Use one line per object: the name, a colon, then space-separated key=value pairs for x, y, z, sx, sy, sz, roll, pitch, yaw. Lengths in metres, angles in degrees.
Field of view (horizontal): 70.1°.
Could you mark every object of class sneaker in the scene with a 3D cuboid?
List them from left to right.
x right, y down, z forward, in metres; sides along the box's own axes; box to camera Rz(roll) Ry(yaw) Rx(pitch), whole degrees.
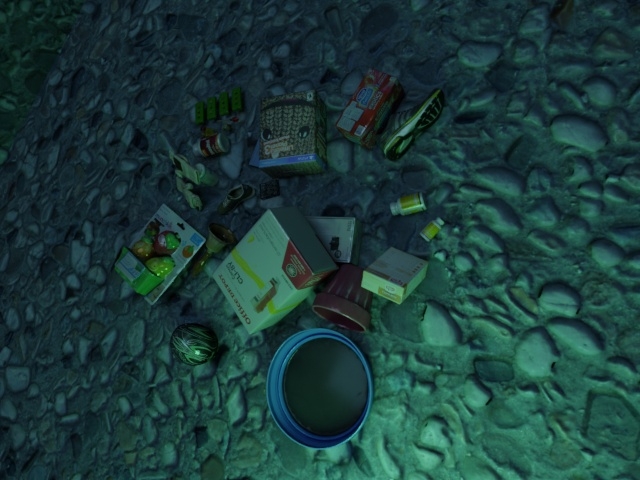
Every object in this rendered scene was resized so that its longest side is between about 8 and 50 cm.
sneaker: x=-0.369 y=-0.177 z=1.894 sx=0.192 sy=0.086 sz=0.064 roll=-30 pitch=66 yaw=16
sneaker: x=0.314 y=-0.432 z=1.626 sx=0.300 sy=0.111 sz=0.121 roll=-45 pitch=59 yaw=7

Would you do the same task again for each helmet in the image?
helmet: x=-0.493 y=0.401 z=1.764 sx=0.170 sy=0.162 sz=0.169 roll=-6 pitch=74 yaw=24

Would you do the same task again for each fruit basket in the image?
fruit basket: x=-0.704 y=0.048 z=1.956 sx=0.327 sy=0.165 sz=0.353 roll=36 pitch=91 yaw=28

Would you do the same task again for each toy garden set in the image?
toy garden set: x=-0.451 y=-0.557 z=2.054 sx=0.245 sy=0.049 sz=0.203 roll=-12 pitch=70 yaw=21

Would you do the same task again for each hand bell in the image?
hand bell: x=-0.467 y=0.057 z=1.891 sx=0.242 sy=0.126 sz=0.126 roll=-51 pitch=61 yaw=21

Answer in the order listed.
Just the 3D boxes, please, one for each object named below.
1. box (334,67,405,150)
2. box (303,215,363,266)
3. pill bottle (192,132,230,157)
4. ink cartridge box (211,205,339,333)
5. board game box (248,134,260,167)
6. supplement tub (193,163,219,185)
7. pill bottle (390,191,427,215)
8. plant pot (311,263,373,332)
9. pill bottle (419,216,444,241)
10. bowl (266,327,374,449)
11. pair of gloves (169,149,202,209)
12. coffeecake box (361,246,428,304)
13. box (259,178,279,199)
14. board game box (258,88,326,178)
box: x=0.185 y=-0.484 z=1.688 sx=0.128 sy=0.123 sz=0.256 roll=32 pitch=92 yaw=28
box: x=0.000 y=0.000 z=1.674 sx=0.290 sy=0.087 sz=0.169 roll=2 pitch=79 yaw=25
pill bottle: x=-0.482 y=-0.414 z=2.008 sx=0.152 sy=0.086 sz=0.085 roll=-11 pitch=73 yaw=23
ink cartridge box: x=-0.169 y=0.107 z=1.601 sx=0.385 sy=0.160 sz=0.279 roll=-45 pitch=72 yaw=30
board game box: x=-0.190 y=-0.428 z=1.906 sx=0.145 sy=0.027 sz=0.281 roll=18 pitch=85 yaw=29
supplement tub: x=-0.498 y=-0.283 z=1.970 sx=0.071 sy=0.107 sz=0.070 roll=-6 pitch=75 yaw=24
pill bottle: x=0.303 y=-0.123 z=1.573 sx=0.117 sy=0.065 sz=0.065 roll=-15 pitch=71 yaw=21
plant pot: x=0.093 y=0.187 z=1.534 sx=0.202 sy=0.201 sz=0.180 roll=13 pitch=68 yaw=28
pill bottle: x=0.376 y=-0.039 z=1.530 sx=0.083 sy=0.043 sz=0.043 roll=-47 pitch=63 yaw=9
bowl: x=0.000 y=0.497 z=1.555 sx=0.392 sy=0.077 sz=0.390 roll=-7 pitch=74 yaw=24
pair of gloves: x=-0.579 y=-0.253 z=1.956 sx=0.042 sy=0.240 sz=0.204 roll=-29 pitch=58 yaw=-31
coffeecake box: x=0.242 y=0.109 z=1.476 sx=0.142 sy=0.185 sz=0.068 roll=24 pitch=127 yaw=28
box: x=-0.209 y=-0.208 z=1.864 sx=0.083 sy=0.018 sz=0.067 roll=-15 pitch=71 yaw=22
board game box: x=-0.106 y=-0.408 z=1.776 sx=0.232 sy=0.141 sz=0.290 roll=-5 pitch=78 yaw=17
